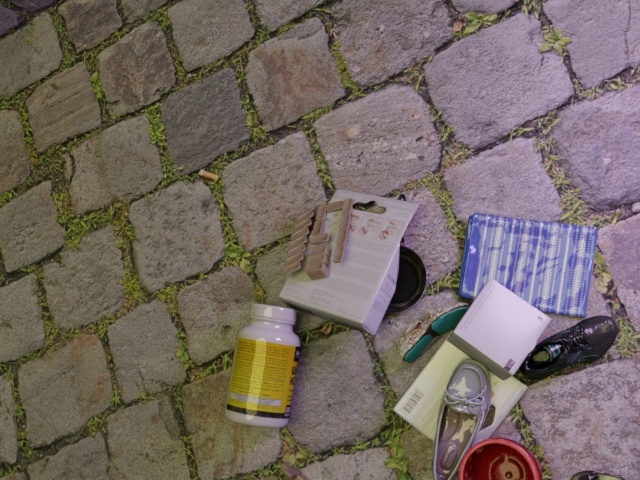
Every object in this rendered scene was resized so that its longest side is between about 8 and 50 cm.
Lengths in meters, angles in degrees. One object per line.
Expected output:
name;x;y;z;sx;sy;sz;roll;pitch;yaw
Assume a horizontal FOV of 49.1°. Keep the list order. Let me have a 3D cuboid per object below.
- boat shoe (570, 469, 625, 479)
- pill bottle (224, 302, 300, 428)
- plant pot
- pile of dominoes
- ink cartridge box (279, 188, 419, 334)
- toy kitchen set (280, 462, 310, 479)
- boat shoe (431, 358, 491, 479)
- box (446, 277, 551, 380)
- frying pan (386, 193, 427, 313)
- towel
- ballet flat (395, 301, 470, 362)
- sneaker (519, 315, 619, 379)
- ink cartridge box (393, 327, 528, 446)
boat shoe;0.671;0.582;1.697;0.125;0.038;0.046;-1;79;23
pill bottle;-0.159;0.356;2.017;0.187;0.188;0.334;6;82;24
plant pot;0.448;0.577;1.718;0.191;0.174;0.191;-5;78;22
pile of dominoes;0.000;0.000;2.040;0.196;0.040;0.251;-11;47;28
ink cartridge box;0.093;0.051;2.014;0.308;0.091;0.385;14;68;38
toy kitchen set;-0.092;0.687;1.985;0.083;0.068;0.075;31;92;26
boat shoe;0.348;0.458;1.761;0.118;0.103;0.321;19;97;16
box;0.449;0.227;1.777;0.182;0.119;0.181;36;76;12
frying pan;0.195;0.050;2.004;0.197;0.053;0.326;-19;71;19
towel;0.544;0.059;1.860;0.335;0.040;0.243;8;83;24
ballet flat;0.296;0.233;1.909;0.241;0.091;0.077;-41;45;7
sneaker;0.619;0.272;1.748;0.267;0.106;0.101;-33;67;12
ink cartridge box;0.368;0.412;1.852;0.239;0.060;0.275;37;95;12
